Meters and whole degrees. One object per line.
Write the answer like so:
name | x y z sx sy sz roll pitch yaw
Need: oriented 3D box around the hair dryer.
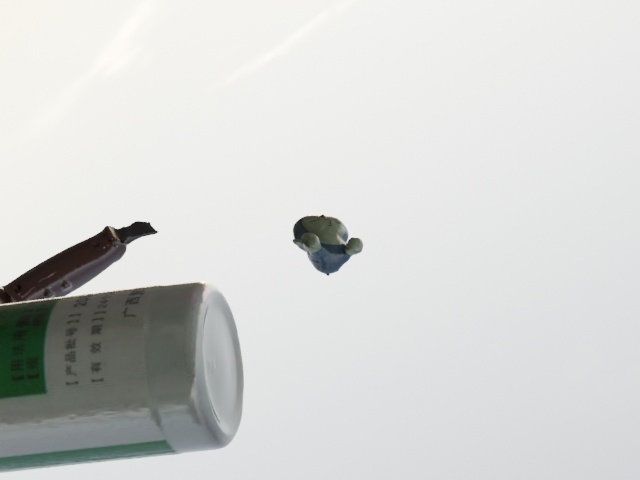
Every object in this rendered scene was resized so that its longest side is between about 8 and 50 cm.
hair dryer | -0.361 0.085 2.159 0.340 0.312 0.123 -29 -120 -13

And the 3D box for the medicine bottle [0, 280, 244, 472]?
medicine bottle | -0.176 0.081 0.879 0.260 0.095 0.095 -8 -151 11

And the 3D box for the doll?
doll | 0.000 0.000 1.803 0.083 0.076 0.050 -113 -145 -55
